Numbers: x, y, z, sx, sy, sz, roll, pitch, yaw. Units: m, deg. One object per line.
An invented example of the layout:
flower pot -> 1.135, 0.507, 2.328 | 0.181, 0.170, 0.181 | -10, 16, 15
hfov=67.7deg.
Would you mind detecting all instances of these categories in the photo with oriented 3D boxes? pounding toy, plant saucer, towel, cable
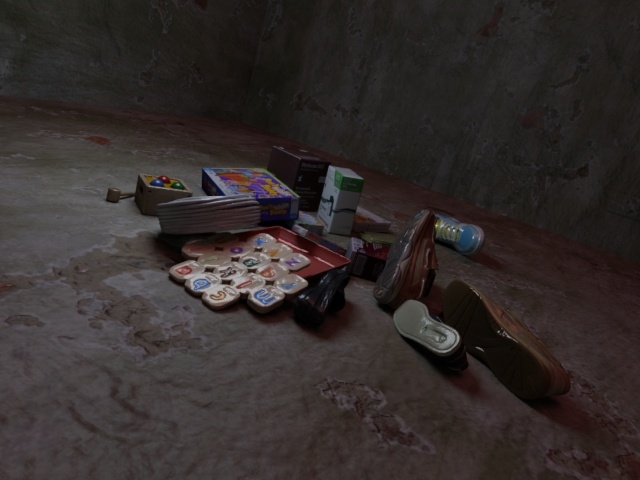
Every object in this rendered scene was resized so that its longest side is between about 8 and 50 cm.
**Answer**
pounding toy -> -0.496, -0.147, 1.367 | 0.206, 0.094, 0.181 | 5, 21, -34
plant saucer -> -0.089, 0.042, 1.237 | 0.259, 0.047, 0.259 | 25, 20, 26
towel -> 0.213, 0.000, 1.671 | 0.148, 0.027, 0.110 | 8, 19, -23
cable -> -0.279, -0.063, 1.200 | 0.257, 0.089, 0.257 | -6, 4, -22

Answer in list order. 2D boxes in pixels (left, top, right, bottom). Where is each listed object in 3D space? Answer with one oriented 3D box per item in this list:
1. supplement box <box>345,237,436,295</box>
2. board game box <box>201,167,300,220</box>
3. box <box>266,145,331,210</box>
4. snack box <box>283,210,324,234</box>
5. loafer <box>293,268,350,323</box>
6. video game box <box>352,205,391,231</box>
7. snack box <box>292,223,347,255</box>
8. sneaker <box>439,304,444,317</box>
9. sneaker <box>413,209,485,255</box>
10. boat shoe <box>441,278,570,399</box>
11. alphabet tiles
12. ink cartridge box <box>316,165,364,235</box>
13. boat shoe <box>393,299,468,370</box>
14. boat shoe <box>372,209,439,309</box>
supplement box -> 0.193, 0.072, 1.356 | 0.240, 0.073, 0.130 | 16, 17, -3
board game box -> -0.244, -0.162, 1.607 | 0.234, 0.078, 0.347 | -4, 25, -27
box -> -0.096, -0.232, 1.811 | 0.169, 0.203, 0.167 | -3, 27, -46
snack box -> -0.065, -0.064, 1.594 | 0.100, 0.037, 0.141 | 4, 21, -32
loafer -> 0.020, 0.125, 1.044 | 0.078, 0.076, 0.223 | 27, 25, 16
video game box -> 0.136, -0.088, 1.836 | 0.187, 0.048, 0.205 | 2, 22, -43
snack box -> 0.000, 0.000, 1.388 | 0.178, 0.022, 0.064 | 26, 0, -43
sneaker -> 0.392, 0.188, 1.222 | 0.170, 0.051, 0.089 | 14, 17, 10
sneaker -> 0.478, -0.033, 1.858 | 0.208, 0.127, 0.319 | 13, 8, -16
boat shoe -> 0.392, 0.212, 1.052 | 0.110, 0.121, 0.341 | 12, 28, -29
alphabet tiles -> -0.171, 0.062, 1.055 | 0.284, 0.021, 0.278 | 30, 36, 31
ink cartridge box -> 0.066, -0.140, 1.666 | 0.087, 0.208, 0.153 | 6, 19, -21
boat shoe -> 0.231, 0.201, 1.026 | 0.079, 0.084, 0.233 | 48, -4, -25
boat shoe -> 0.243, 0.055, 1.239 | 0.116, 0.123, 0.324 | 36, 57, -7
